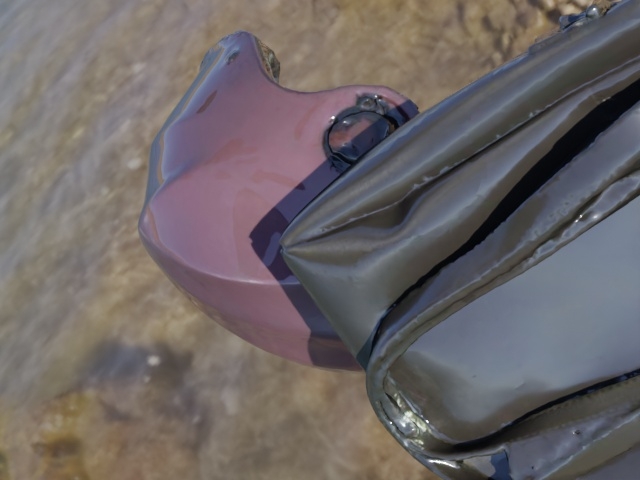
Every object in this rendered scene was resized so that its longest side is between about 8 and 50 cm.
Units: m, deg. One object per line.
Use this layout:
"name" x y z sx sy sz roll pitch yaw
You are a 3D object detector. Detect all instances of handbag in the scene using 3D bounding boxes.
"handbag" 0.148 0.038 0.534 0.257 0.285 0.113 -36 6 32

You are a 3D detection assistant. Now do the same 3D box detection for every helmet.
"helmet" 0.000 0.000 0.786 0.338 0.271 0.197 31 78 19
